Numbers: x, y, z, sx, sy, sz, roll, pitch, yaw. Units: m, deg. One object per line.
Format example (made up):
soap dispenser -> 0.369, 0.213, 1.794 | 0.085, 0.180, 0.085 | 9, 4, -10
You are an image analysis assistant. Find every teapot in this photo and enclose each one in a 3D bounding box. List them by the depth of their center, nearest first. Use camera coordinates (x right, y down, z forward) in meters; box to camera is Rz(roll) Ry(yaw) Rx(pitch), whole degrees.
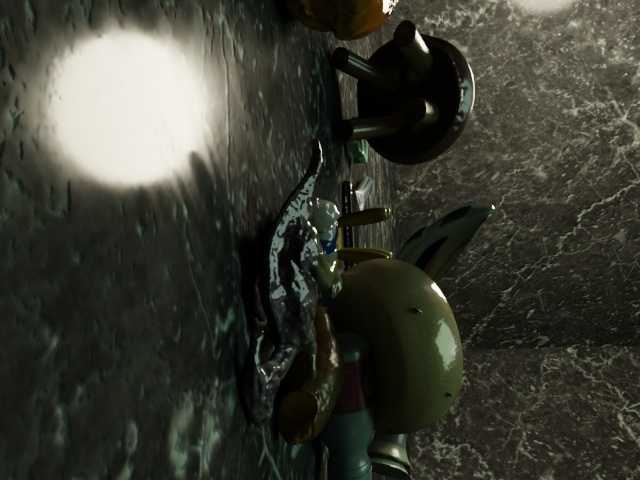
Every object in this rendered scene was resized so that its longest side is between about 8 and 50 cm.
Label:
teapot -> 0.168, 0.392, 1.401 | 0.184, 0.183, 0.251 | 72, 29, -54

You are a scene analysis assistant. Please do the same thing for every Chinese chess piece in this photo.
Chinese chess piece -> 0.105, 0.161, 0.960 | 0.273, 0.102, 0.274 | 171, -90, -66

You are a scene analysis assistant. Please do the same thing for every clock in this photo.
clock -> 0.081, -0.236, 1.433 | 0.135, 0.041, 0.101 | 27, 61, -76

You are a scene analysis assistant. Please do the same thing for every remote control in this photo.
remote control -> 0.065, -0.005, 1.326 | 0.063, 0.025, 0.246 | 20, 67, -74

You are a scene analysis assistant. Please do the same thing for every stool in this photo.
stool -> 0.069, -0.005, 1.114 | 0.135, 0.110, 0.134 | 77, 14, -46
stool -> 0.156, -0.297, 1.262 | 0.178, 0.272, 0.272 | 2, 84, -53

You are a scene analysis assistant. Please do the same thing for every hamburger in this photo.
hamburger -> 0.029, -0.436, 0.883 | 0.314, 0.170, 0.290 | -70, 161, -67

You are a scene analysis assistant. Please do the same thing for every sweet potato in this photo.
sweet potato -> -0.002, 0.152, 0.789 | 0.244, 0.077, 0.077 | -73, 157, -59

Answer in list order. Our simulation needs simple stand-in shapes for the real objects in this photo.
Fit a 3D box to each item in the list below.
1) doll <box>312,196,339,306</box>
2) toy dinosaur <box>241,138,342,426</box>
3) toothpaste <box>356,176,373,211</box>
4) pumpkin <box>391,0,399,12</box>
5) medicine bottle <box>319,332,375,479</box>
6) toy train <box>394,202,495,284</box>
doll -> 0.000, 0.000, 0.902 | 0.227, 0.057, 0.114 | 87, 12, -57
toy dinosaur -> -0.027, 0.048, 0.674 | 0.162, 0.077, 0.294 | 53, 36, -70
toothpaste -> 0.105, -0.122, 1.545 | 0.197, 0.034, 0.057 | -62, 138, -65
pumpkin -> 0.114, -0.594, 1.426 | 0.190, 0.146, 0.190 | -56, 164, -25
medicine bottle -> 0.035, 0.250, 0.910 | 0.090, 0.090, 0.217 | -48, 134, -75
toy train -> 0.154, 0.069, 1.070 | 0.086, 0.088, 0.407 | -41, 165, -50
